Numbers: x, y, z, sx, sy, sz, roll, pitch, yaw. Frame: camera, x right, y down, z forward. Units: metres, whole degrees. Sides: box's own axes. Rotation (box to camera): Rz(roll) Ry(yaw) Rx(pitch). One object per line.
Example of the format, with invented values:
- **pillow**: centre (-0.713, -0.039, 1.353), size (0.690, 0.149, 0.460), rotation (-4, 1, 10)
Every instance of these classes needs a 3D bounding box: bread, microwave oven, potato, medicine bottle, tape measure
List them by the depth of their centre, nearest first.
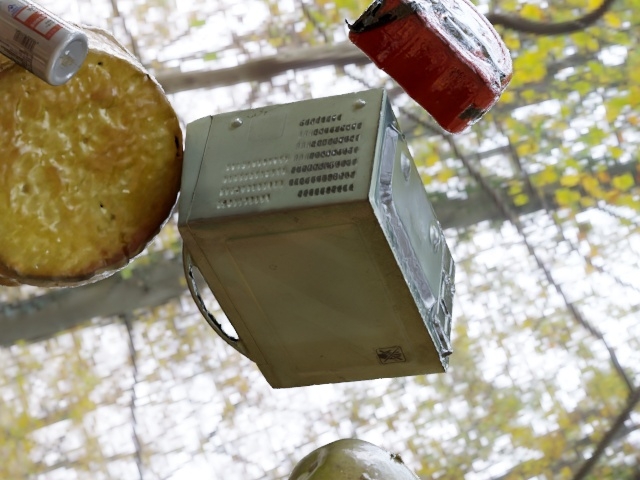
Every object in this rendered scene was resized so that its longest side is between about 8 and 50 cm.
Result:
- **potato**: centre (0.019, 0.291, 1.510), size (0.202, 0.182, 0.117), rotation (-42, -113, 42)
- **medicine bottle**: centre (-0.367, -0.260, 1.662), size (0.140, 0.079, 0.079), rotation (33, -46, 16)
- **bread**: centre (-0.374, -0.112, 1.853), size (0.215, 0.398, 0.398), rotation (25, -56, 55)
- **microwave oven**: centre (0.000, 0.000, 1.917), size (0.394, 0.333, 0.247), rotation (64, 24, -45)
- **tape measure**: centre (0.174, -0.297, 1.989), size (0.253, 0.260, 0.114), rotation (44, -60, -8)
